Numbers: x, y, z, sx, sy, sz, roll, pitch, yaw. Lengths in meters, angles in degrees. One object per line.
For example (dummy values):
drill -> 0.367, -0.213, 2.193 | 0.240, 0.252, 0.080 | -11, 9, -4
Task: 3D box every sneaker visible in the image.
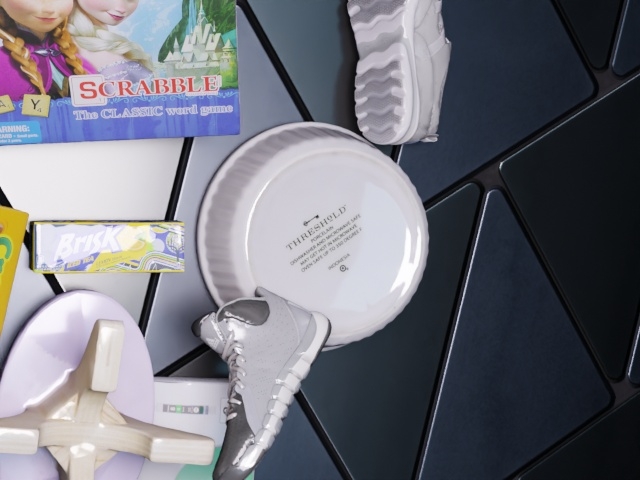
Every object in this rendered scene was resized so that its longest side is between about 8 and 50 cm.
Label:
sneaker -> 0.100, -0.246, 1.661 | 0.115, 0.105, 0.281 | 9, 85, -51
sneaker -> -0.091, 0.144, 1.466 | 0.132, 0.086, 0.229 | 32, 55, -4

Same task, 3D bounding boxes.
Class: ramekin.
ramekin -> 0.000, 0.000, 1.607 | 0.272, 0.127, 0.273 | -1, 94, -17

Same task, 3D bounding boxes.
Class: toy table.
toy table -> -0.252, 0.197, 1.481 | 0.252, 0.161, 0.274 | -5, 96, -19

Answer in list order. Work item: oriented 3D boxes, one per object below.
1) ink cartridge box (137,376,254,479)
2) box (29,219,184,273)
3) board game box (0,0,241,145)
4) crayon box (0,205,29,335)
ink cartridge box -> -0.187, 0.247, 1.600 | 0.224, 0.056, 0.181 | 3, 91, -19
box -> -0.239, 0.007, 1.571 | 0.168, 0.054, 0.059 | 0, 92, -17
board game box -> -0.242, -0.244, 1.416 | 0.318, 0.066, 0.318 | -4, 129, -4
crayon box -> -0.417, 0.044, 1.417 | 0.318, 0.081, 0.202 | 12, 90, -56
